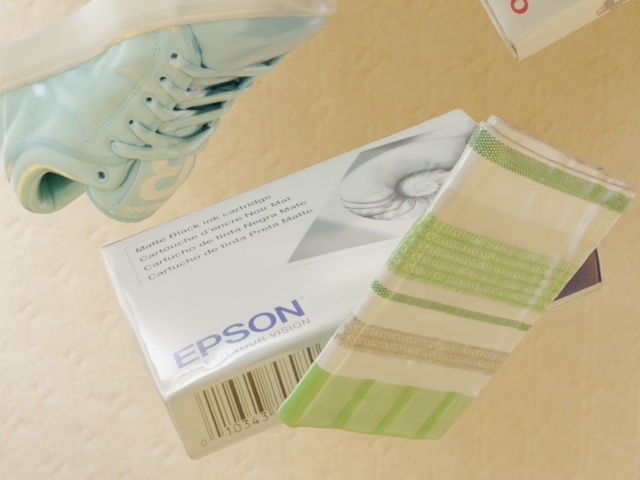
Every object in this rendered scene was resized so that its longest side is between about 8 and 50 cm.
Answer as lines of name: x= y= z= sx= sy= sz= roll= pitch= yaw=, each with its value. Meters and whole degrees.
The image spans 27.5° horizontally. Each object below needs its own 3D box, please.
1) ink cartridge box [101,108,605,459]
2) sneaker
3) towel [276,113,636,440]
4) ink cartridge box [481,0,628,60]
ink cartridge box: x=0.000 y=0.000 z=0.698 sx=0.223 sy=0.224 sz=0.045 roll=-22 pitch=120 yaw=-10
sneaker: x=-0.108 y=-0.094 z=0.904 sx=0.366 sy=0.135 sz=0.150 roll=-11 pitch=93 yaw=51
towel: x=0.057 y=0.021 z=0.551 sx=0.152 sy=0.113 sz=0.023 roll=-54 pitch=51 yaw=17
ink cartridge box: x=0.144 y=-0.183 z=0.713 sx=0.150 sy=0.063 sz=0.109 roll=-28 pitch=84 yaw=10
